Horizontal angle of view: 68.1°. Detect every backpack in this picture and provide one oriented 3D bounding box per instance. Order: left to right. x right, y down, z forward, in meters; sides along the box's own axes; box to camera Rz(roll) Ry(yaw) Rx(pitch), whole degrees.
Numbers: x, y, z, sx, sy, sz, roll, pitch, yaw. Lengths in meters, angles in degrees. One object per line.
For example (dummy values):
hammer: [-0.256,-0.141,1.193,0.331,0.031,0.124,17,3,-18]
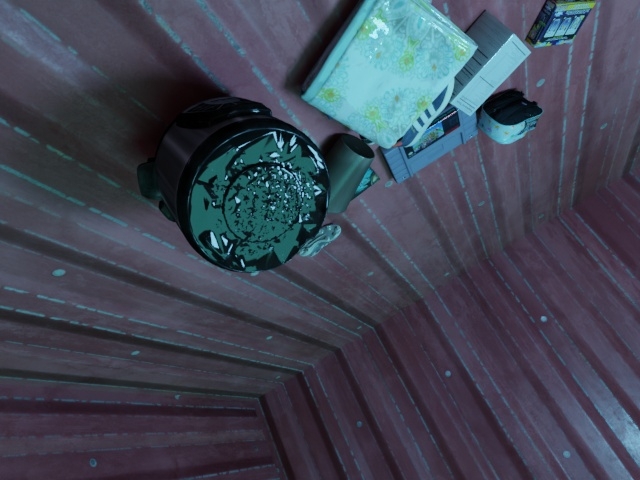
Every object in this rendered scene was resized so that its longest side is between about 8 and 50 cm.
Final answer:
backpack: [0.661,-0.433,1.692,0.188,0.166,0.144,-23,150,-23]

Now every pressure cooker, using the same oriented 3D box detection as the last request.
pressure cooker: [-0.221,-0.155,1.181,0.370,0.420,0.375,37,92,-36]

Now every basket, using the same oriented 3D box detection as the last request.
basket: [0.066,-0.222,1.561,0.204,0.154,0.227,1,136,-42]

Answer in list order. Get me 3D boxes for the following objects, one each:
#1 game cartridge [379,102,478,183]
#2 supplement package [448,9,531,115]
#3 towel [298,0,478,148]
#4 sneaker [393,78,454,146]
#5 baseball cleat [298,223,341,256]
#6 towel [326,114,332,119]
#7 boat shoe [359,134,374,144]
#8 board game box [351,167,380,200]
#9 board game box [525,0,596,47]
game cartridge: [0.397,-0.361,1.707,0.355,0.068,0.230,-32,155,8]
supplement package: [0.470,-0.524,1.420,0.139,0.134,0.244,10,132,-47]
towel: [0.172,-0.445,1.232,0.320,0.090,0.374,26,125,-25]
sneaker: [0.274,-0.407,1.442,0.148,0.131,0.350,-16,151,-25]
baseball cleat: [0.000,0.000,1.952,0.206,0.072,0.109,-29,165,11]
towel: [0.065,-0.405,1.385,0.119,0.029,0.067,-29,151,1]
boat shoe: [0.189,-0.421,1.390,0.091,0.114,0.302,3,127,-44]
board game box: [0.120,-0.203,1.754,0.186,0.026,0.126,-36,149,14]
board game box: [0.753,-0.690,1.491,0.170,0.048,0.141,-15,146,-21]
